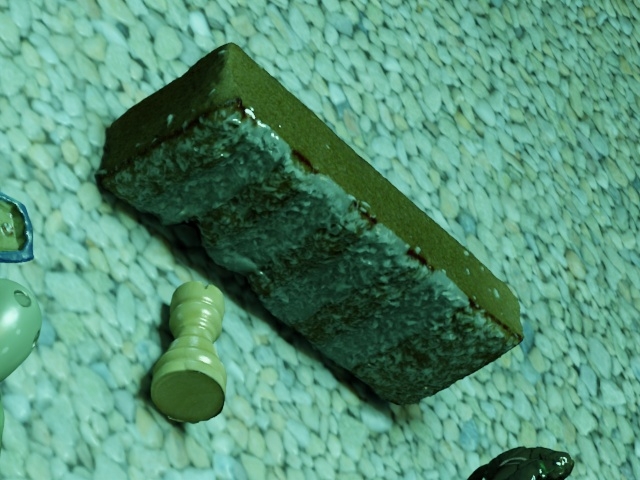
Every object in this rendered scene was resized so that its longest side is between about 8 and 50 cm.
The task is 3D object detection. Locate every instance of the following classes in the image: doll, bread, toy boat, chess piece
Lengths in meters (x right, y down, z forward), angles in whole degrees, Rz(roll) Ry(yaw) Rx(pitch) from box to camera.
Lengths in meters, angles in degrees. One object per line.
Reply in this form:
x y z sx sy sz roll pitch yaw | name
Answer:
0.185 0.239 1.887 0.057 0.165 0.139 55 36 1 | doll
0.000 0.000 1.818 0.416 0.165 0.113 39 36 -29 | bread
-0.316 -0.026 1.502 0.229 0.046 0.080 17 52 -48 | toy boat
-0.109 0.093 1.688 0.066 0.066 0.122 42 30 -27 | chess piece

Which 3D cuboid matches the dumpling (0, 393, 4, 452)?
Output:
-0.301 0.099 1.201 0.320 0.212 0.270 58 -10 -4 | dumpling

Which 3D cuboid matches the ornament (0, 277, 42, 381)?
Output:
-0.266 0.085 1.460 0.075 0.081 0.156 18 31 13 | ornament
